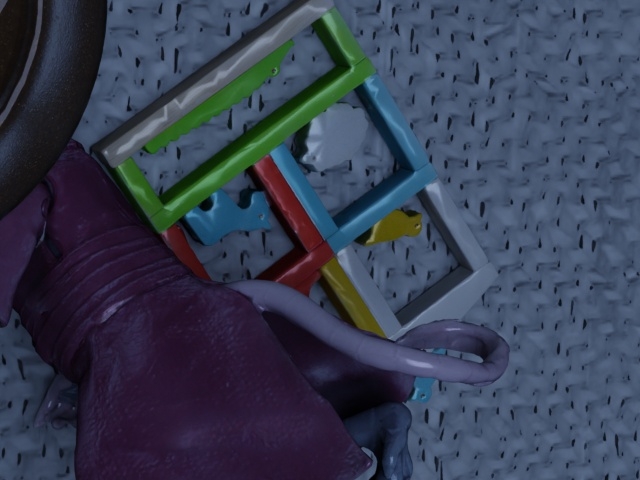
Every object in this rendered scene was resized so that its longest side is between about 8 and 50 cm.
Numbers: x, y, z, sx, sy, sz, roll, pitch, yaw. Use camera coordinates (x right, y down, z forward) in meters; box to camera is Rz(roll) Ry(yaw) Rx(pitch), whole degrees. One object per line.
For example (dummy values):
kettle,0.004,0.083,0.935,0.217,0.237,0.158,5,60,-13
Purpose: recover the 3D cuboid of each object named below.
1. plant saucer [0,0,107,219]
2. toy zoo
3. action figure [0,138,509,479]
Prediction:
plant saucer,-0.266,-0.131,0.897,0.310,0.050,0.311,-1,94,-13
toy zoo,0.000,0.000,1.181,0.192,0.030,0.293,-37,110,-13
action figure,-0.119,0.039,0.999,0.276,0.248,0.370,-45,79,14
